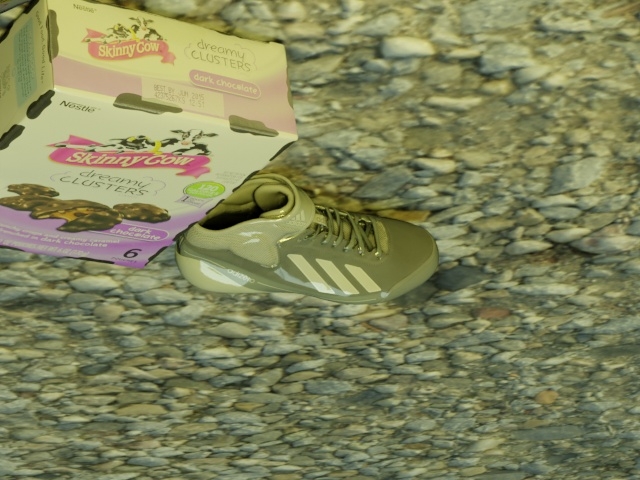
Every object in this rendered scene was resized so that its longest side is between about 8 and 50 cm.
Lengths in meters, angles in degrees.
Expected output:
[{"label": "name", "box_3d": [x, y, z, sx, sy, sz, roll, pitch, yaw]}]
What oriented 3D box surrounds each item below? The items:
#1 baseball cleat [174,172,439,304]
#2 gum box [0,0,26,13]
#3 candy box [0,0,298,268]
[{"label": "baseball cleat", "box_3d": [0.000, 0.000, 1.144, 0.206, 0.072, 0.109, -4, 149, -19]}, {"label": "gum box", "box_3d": [-0.183, -0.124, 0.711, 0.107, 0.062, 0.188, -19, -170, 21]}, {"label": "candy box", "box_3d": [-0.136, -0.061, 0.966, 0.165, 0.070, 0.196, 10, 150, -34]}]
